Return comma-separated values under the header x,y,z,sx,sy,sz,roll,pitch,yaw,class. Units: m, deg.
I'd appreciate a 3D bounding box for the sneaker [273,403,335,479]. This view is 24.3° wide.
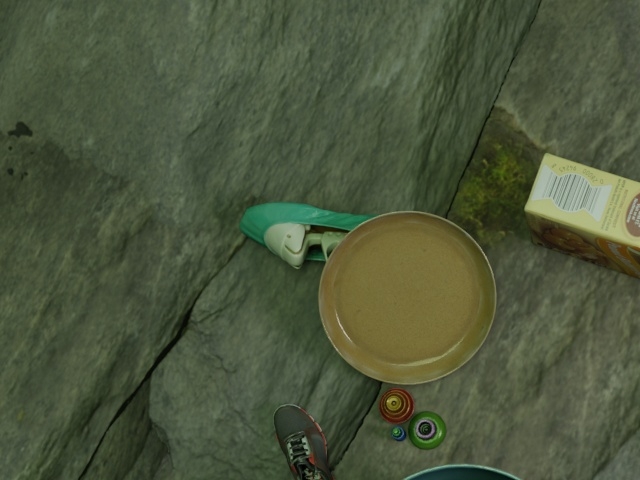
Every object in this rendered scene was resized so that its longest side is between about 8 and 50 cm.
x,y,z,sx,sy,sz,roll,pitch,yaw,class
-0.019,0.286,1.978,0.061,0.065,0.158,-29,72,3,sneaker

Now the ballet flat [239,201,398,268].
x,y,z,sx,sy,sz,roll,pitch,yaw,class
0.000,0.000,2.029,0.247,0.083,0.087,5,42,11,ballet flat

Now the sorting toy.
x,y,z,sx,sy,sz,roll,pitch,yaw,class
0.117,0.239,1.974,0.102,0.042,0.061,36,86,18,sorting toy

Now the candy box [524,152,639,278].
x,y,z,sx,sy,sz,roll,pitch,yaw,class
0.427,-0.004,1.896,0.316,0.183,0.087,20,81,16,candy box

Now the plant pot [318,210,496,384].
x,y,z,sx,sy,sz,roll,pitch,yaw,class
0.115,0.075,1.980,0.236,0.032,0.236,0,100,0,plant pot

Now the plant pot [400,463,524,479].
x,y,z,sx,sy,sz,roll,pitch,yaw,class
0.185,0.431,1.829,0.290,0.195,0.290,-3,75,11,plant pot
